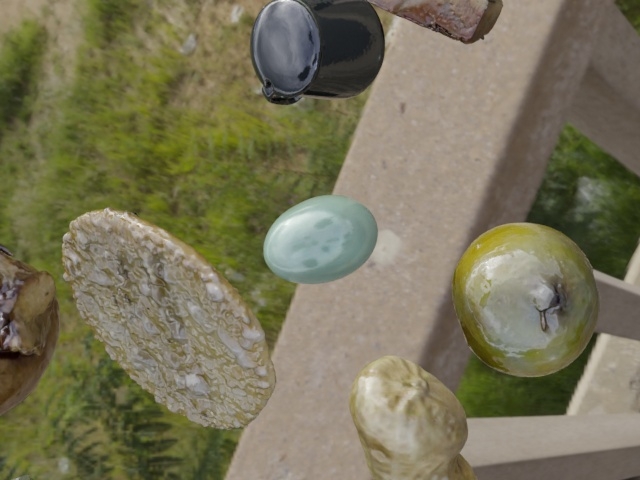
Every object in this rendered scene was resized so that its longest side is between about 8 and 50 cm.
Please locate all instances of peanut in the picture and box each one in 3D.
[{"bbox_3d":[0.120,0.256,1.077,0.137,0.122,0.253,-5,119,29],"label":"peanut"}]

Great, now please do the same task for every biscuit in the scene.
[{"bbox_3d":[-0.125,0.066,0.705,0.219,0.033,0.220,23,136,25],"label":"biscuit"}]

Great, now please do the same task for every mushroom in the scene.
[{"bbox_3d":[-0.410,0.114,1.001,0.283,0.263,0.195,-27,98,39],"label":"mushroom"}]

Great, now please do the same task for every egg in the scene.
[{"bbox_3d":[0.000,0.000,1.714,0.230,0.168,0.168,-19,67,-3],"label":"egg"}]

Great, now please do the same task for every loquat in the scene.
[{"bbox_3d":[0.203,0.057,0.865,0.152,0.195,0.152,0,91,6],"label":"loquat"}]

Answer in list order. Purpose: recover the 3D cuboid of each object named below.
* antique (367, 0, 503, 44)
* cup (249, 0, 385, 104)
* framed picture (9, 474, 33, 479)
[{"bbox_3d":[0.158,-0.432,1.507,0.309,0.087,0.093,31,112,21],"label":"antique"},{"bbox_3d":[-0.019,-0.282,1.354,0.223,0.176,0.169,-45,73,40],"label":"cup"},{"bbox_3d":[-0.328,0.204,0.523,0.232,0.314,0.024,146,107,-69],"label":"framed picture"}]
